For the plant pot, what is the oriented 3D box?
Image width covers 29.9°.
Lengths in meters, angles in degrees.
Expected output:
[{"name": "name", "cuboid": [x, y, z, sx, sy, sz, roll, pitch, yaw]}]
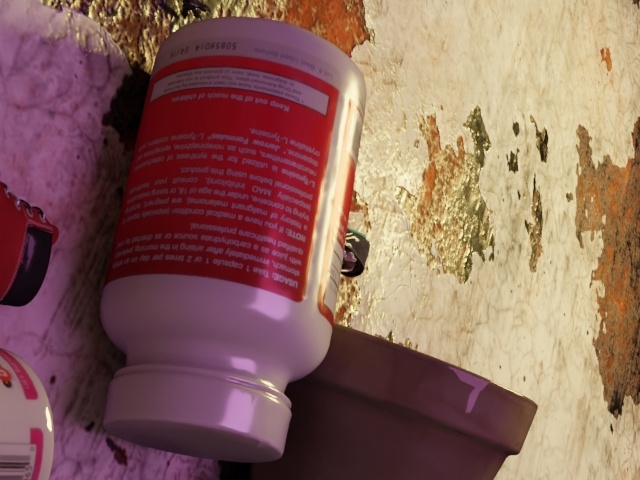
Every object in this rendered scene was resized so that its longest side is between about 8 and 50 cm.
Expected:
[{"name": "plant pot", "cuboid": [0.046, 0.259, 1.342, 0.323, 0.323, 0.280, 32, 76, -51]}]

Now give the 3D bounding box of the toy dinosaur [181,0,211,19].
[{"name": "toy dinosaur", "cuboid": [-0.146, -0.323, 1.316, 0.268, 0.064, 0.118, 37, 49, -46]}]

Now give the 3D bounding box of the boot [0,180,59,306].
[{"name": "boot", "cuboid": [-0.296, -0.062, 1.025, 0.176, 0.088, 0.244, -2, 95, -57]}]

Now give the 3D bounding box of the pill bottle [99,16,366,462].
[{"name": "pill bottle", "cuboid": [-0.090, 0.003, 1.196, 0.229, 0.229, 0.407, 36, 56, -49]}]

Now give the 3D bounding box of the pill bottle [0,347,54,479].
[{"name": "pill bottle", "cuboid": [-0.344, 0.142, 0.848, 0.283, 0.160, 0.160, 17, 72, -55]}]

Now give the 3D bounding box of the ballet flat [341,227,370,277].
[{"name": "ballet flat", "cuboid": [0.000, 0.000, 1.484, 0.203, 0.074, 0.074, 31, 60, -54]}]
